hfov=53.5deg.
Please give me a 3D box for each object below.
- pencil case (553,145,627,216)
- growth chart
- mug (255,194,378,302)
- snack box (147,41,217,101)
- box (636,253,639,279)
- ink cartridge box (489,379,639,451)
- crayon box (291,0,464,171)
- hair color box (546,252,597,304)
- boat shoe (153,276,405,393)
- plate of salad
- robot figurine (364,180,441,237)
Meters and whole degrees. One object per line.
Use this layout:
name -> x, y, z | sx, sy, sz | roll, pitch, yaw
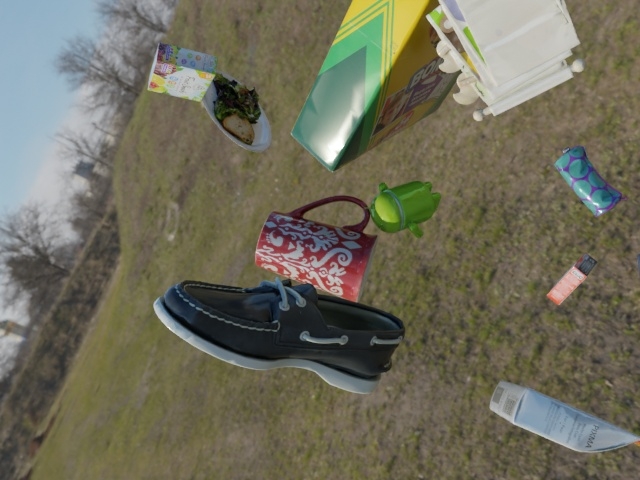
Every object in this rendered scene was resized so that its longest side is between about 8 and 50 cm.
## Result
pencil case -> 0.548, -0.124, 1.298 | 0.070, 0.152, 0.064 | -41, -17, 27
growth chart -> 0.215, -0.261, 0.760 | 0.172, 0.237, 0.021 | -16, 36, 24
mug -> -0.001, 0.007, 0.992 | 0.113, 0.169, 0.150 | 93, -165, -59
snack box -> -0.245, -0.293, 1.118 | 0.141, 0.100, 0.037 | 161, 116, -68
box -> 0.712, 0.128, 1.160 | 0.142, 0.247, 0.163 | -27, 39, 42
ink cartridge box -> 0.599, 0.442, 1.444 | 0.091, 0.385, 0.308 | -64, -9, -7
crayon box -> 0.149, -0.304, 1.002 | 0.363, 0.106, 0.313 | -36, -15, -44
hair color box -> 0.807, 0.124, 2.040 | 0.093, 0.053, 0.167 | -37, -19, -37
boat shoe -> -0.031, 0.085, 0.688 | 0.091, 0.302, 0.114 | -58, 43, 12
plate of salad -> -0.163, -0.269, 1.287 | 0.048, 0.200, 0.200 | -33, 30, 29
robot figurine -> 0.126, -0.051, 0.971 | 0.101, 0.115, 0.067 | 57, 154, 28
